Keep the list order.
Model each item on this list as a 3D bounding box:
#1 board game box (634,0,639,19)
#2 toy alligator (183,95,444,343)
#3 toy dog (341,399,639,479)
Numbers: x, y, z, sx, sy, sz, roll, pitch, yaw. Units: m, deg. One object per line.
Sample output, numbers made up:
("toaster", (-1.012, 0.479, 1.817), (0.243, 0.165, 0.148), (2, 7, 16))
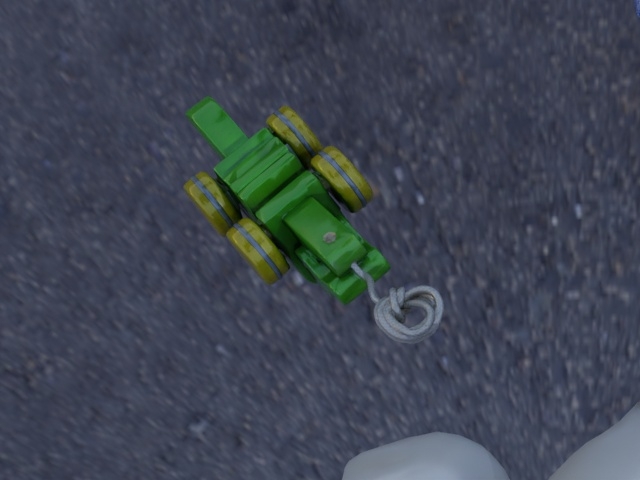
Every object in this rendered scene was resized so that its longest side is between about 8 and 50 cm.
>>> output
("board game box", (0.331, -0.263, 1.514), (0.060, 0.194, 0.194), (9, 96, -22))
("toy alligator", (0.000, 0.000, 0.747), (0.056, 0.051, 0.190), (-40, 44, -5))
("toy dog", (0.083, 0.228, 0.551), (0.395, 0.285, 0.408), (50, 124, 32))
